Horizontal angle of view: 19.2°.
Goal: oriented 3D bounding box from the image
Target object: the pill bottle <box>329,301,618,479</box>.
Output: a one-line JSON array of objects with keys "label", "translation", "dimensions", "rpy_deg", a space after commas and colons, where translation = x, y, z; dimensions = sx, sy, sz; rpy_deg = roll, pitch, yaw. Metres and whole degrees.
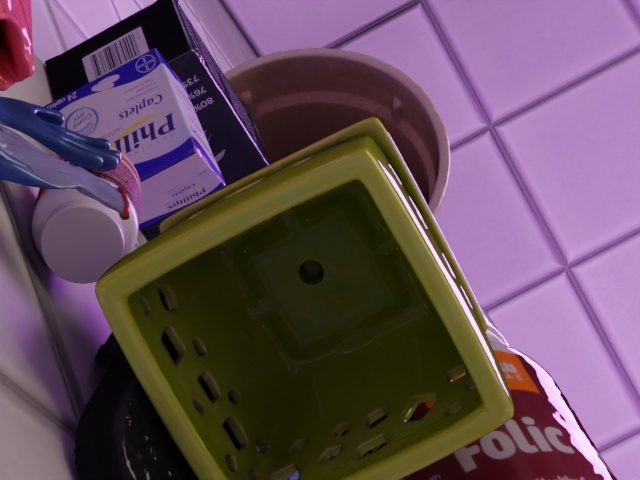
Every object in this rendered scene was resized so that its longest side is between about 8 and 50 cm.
[{"label": "pill bottle", "translation": [0.126, 0.222, 1.508], "dimensions": [0.224, 0.224, 0.392], "rpy_deg": [57, 2, -42]}]

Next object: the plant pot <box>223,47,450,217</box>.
[{"label": "plant pot", "translation": [0.000, 0.000, 2.205], "dimensions": [0.305, 0.334, 0.334], "rpy_deg": [74, -7, -56]}]

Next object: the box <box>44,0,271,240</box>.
[{"label": "box", "translation": [-0.162, -0.121, 1.938], "dimensions": [0.207, 0.153, 0.108], "rpy_deg": [59, 6, -43]}]

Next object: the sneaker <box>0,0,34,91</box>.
[{"label": "sneaker", "translation": [-0.286, -0.216, 1.434], "dimensions": [0.136, 0.116, 0.314], "rpy_deg": [66, 6, 24]}]

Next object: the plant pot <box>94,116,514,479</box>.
[{"label": "plant pot", "translation": [-0.004, 0.049, 1.396], "dimensions": [0.228, 0.227, 0.207], "rpy_deg": [61, 13, -13]}]

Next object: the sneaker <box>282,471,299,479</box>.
[{"label": "sneaker", "translation": [0.041, 0.325, 1.892], "dimensions": [0.262, 0.104, 0.125], "rpy_deg": [62, 7, 0]}]

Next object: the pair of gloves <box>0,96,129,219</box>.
[{"label": "pair of gloves", "translation": [-0.221, -0.072, 1.438], "dimensions": [0.159, 0.023, 0.198], "rpy_deg": [24, 14, -19]}]

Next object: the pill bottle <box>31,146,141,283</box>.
[{"label": "pill bottle", "translation": [-0.189, -0.021, 1.528], "dimensions": [0.086, 0.086, 0.152], "rpy_deg": [60, 5, -18]}]

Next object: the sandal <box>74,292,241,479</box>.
[{"label": "sandal", "translation": [-0.125, 0.116, 1.488], "dimensions": [0.167, 0.107, 0.446], "rpy_deg": [62, 18, -11]}]

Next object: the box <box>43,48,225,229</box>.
[{"label": "box", "translation": [-0.176, -0.089, 1.773], "dimensions": [0.137, 0.126, 0.072], "rpy_deg": [65, 5, 34]}]

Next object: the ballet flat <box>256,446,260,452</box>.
[{"label": "ballet flat", "translation": [-0.046, 0.180, 1.995], "dimensions": [0.070, 0.070, 0.188], "rpy_deg": [60, 6, -19]}]
